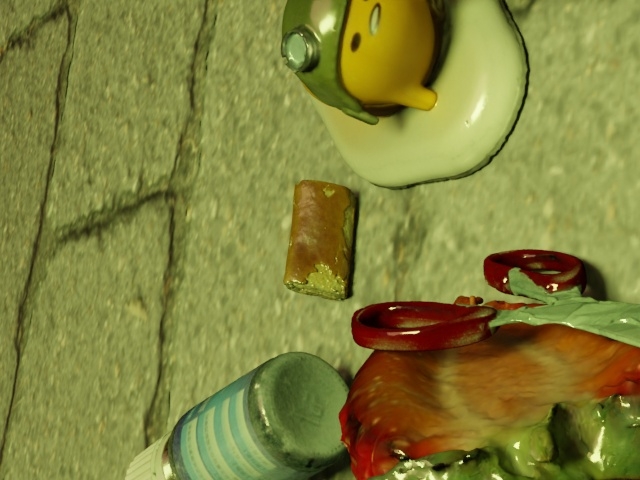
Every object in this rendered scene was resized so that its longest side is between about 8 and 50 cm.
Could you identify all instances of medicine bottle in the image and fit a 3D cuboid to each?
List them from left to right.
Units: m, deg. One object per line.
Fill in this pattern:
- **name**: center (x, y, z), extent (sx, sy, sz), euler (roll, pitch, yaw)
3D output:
- **medicine bottle**: center (-0.063, 0.150, 0.921), extent (0.203, 0.083, 0.083), euler (-37, 46, 44)

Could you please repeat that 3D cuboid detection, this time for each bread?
- **bread**: center (0.000, 0.000, 0.932), extent (0.036, 0.047, 0.083), euler (105, 172, -70)

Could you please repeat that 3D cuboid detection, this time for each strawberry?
- **strawberry**: center (0.080, 0.103, 0.669), extent (0.228, 0.174, 0.098), euler (27, 134, 65)

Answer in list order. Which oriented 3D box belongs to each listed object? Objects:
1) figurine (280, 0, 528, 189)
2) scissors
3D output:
- **figurine**: center (0.012, -0.132, 0.883), extent (0.250, 0.141, 0.167), euler (19, 93, 58)
- **scissors**: center (0.137, 0.038, 0.637), extent (0.247, 0.144, 0.017), euler (7, 112, 52)
